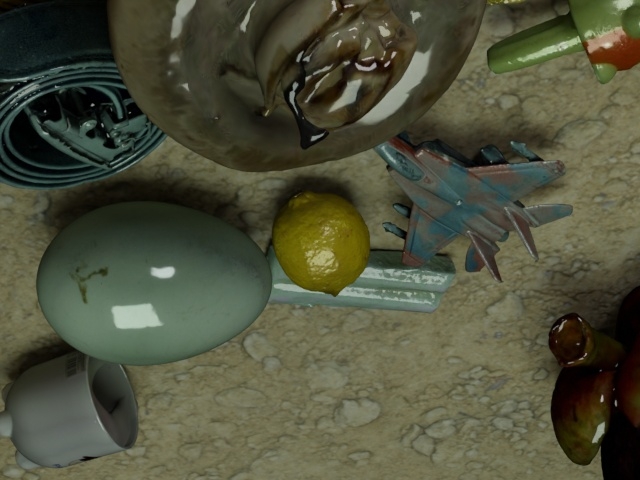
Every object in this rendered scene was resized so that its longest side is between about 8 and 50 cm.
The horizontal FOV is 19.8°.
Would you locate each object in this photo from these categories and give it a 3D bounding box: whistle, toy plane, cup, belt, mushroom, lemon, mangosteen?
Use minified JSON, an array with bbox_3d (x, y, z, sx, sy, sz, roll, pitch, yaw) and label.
[{"bbox_3d":[0.305,-0.226,1.841,0.288,0.131,0.106,-21,108,14],"label":"whistle"},{"bbox_3d":[0.132,-0.070,2.009,0.223,0.104,0.326,-33,128,25],"label":"toy plane"},{"bbox_3d":[-0.311,0.203,2.252,0.142,0.173,0.134,-19,106,15],"label":"cup"},{"bbox_3d":[-0.256,-0.141,1.808,0.206,0.116,0.267,-37,155,23],"label":"belt"},{"bbox_3d":[-0.009,-0.207,1.677,0.362,0.295,0.362,-11,131,-13],"label":"mushroom"},{"bbox_3d":[0.000,0.000,2.061,0.109,0.109,0.133,-17,110,11],"label":"lemon"},{"bbox_3d":[0.463,0.229,2.211,0.435,0.382,0.382,14,137,1],"label":"mangosteen"}]

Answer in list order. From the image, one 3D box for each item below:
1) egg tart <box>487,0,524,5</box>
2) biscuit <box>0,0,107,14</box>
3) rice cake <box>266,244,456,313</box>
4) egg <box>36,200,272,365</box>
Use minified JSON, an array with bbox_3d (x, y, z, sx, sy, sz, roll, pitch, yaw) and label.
[{"bbox_3d":[0.192,-0.279,1.827,0.105,0.039,0.105,-4,138,-4],"label":"egg tart"},{"bbox_3d":[-0.309,-0.261,1.702,0.318,0.040,0.318,-15,156,-7],"label":"biscuit"},{"bbox_3d":[0.042,0.046,2.169,0.226,0.040,0.085,5,136,-13],"label":"rice cake"},{"bbox_3d":[-0.182,0.047,2.033,0.264,0.183,0.183,0,138,-17],"label":"egg"}]
